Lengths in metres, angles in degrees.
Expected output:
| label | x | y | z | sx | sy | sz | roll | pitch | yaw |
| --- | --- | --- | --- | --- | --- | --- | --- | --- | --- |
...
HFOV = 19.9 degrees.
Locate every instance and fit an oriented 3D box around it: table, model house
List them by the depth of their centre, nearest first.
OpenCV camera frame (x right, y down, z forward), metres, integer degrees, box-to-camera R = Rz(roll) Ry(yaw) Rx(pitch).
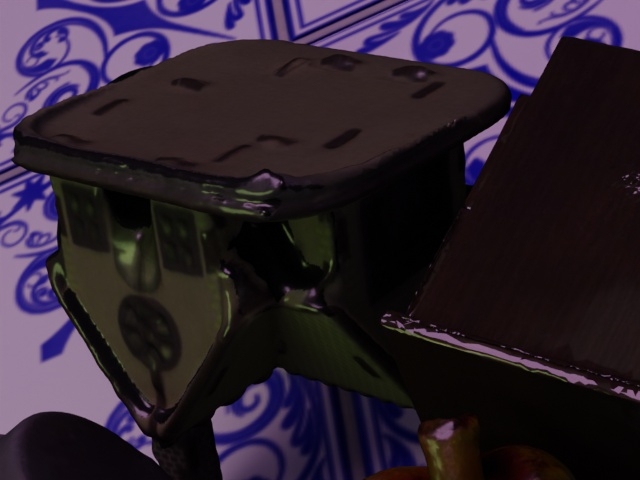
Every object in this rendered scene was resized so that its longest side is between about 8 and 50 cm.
| label | x | y | z | sx | sy | sz | roll | pitch | yaw |
| --- | --- | --- | --- | --- | --- | --- | --- | --- | --- |
| table | 0.158 | 0.032 | 0.916 | 0.172 | 0.169 | 0.193 | 16 | 61 | 27 |
| model house | -0.016 | 0.050 | 0.986 | 0.218 | 0.278 | 0.205 | 13 | 30 | 38 |

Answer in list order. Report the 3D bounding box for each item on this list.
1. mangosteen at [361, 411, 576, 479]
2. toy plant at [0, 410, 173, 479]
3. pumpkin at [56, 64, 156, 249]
| label | x | y | z | sx | sy | sz | roll | pitch | yaw |
| --- | --- | --- | --- | --- | --- | --- | --- | --- | --- |
| mangosteen | 0.077 | 0.176 | 0.836 | 0.200 | 0.200 | 0.200 | -18 | 44 | 18 |
| toy plant | -0.236 | 0.263 | 0.968 | 0.400 | 0.185 | 0.279 | -43 | 52 | 15 |
| pumpkin | -0.107 | -0.031 | 1.178 | 0.125 | 0.167 | 0.167 | 9 | 53 | 8 |
